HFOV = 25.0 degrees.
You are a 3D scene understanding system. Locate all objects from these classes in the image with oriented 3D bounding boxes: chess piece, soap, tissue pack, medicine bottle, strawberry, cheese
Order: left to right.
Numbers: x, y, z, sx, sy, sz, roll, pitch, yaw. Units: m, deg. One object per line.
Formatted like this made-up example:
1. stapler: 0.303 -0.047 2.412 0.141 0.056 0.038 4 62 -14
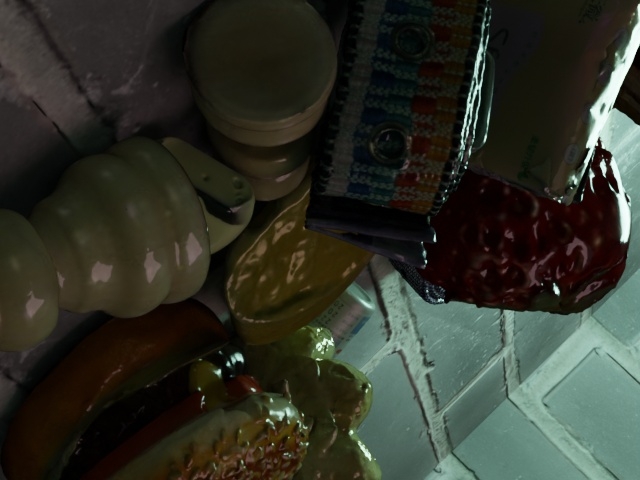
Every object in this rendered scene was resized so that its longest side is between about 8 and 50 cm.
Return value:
1. chess piece: -0.262 0.027 1.283 0.299 0.167 0.167 -23 151 -33
2. cheese: -0.162 -0.007 1.478 0.251 0.127 0.054 -48 -166 52
3. chess piece: -0.058 -0.126 1.411 0.142 0.143 0.261 -41 166 -14
4. medicine bottle: -0.011 0.123 2.003 0.168 0.105 0.105 -49 160 9
5. soap: 0.002 0.002 1.715 0.306 0.115 0.427 -54 174 -3
6. strawberry: 0.263 -0.081 1.847 0.317 0.295 0.345 7 87 -33
7. tissue pack: 0.245 -0.187 1.659 0.123 0.215 0.257 23 90 -58

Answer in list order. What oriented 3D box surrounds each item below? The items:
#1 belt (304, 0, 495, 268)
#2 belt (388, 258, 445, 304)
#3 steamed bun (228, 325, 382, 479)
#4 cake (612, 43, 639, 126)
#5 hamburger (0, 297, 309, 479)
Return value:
1. belt: 0.091 -0.145 1.415 0.207 0.160 0.295 108 -7 -60
2. belt: 0.229 -0.038 2.149 0.260 0.122 0.325 -24 150 -35
3. steamed bun: -0.062 0.254 1.865 0.295 0.292 0.137 -61 154 7
4. cake: 0.449 -0.302 1.982 0.196 0.199 0.293 -41 156 2
5. hamburger: -0.189 0.249 1.680 0.330 0.250 0.330 -38 158 -19
